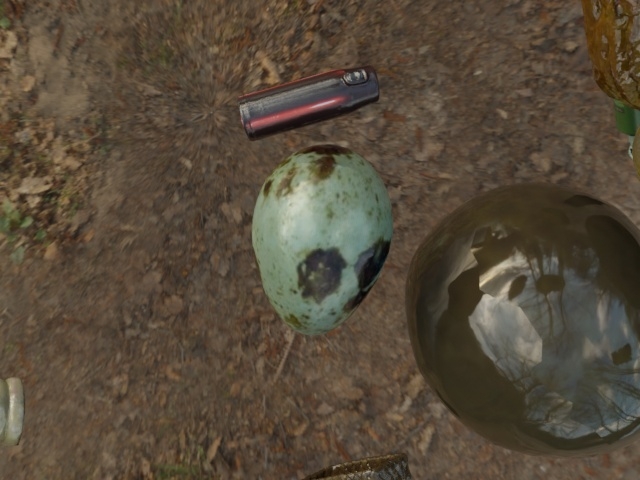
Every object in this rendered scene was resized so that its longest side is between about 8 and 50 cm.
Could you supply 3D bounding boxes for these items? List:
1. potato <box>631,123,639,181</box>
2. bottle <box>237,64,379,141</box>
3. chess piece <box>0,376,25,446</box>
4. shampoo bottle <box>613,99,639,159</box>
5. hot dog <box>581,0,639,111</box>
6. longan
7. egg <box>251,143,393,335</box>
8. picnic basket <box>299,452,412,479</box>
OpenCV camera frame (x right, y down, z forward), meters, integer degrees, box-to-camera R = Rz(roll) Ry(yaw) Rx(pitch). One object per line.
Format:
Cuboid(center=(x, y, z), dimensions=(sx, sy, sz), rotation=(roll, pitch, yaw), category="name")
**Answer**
Cuboid(center=(0.516, -0.089, 1.014), dimensions=(0.242, 0.285, 0.242), rotation=(1, 139, 0), category="potato")
Cuboid(center=(-0.012, -0.164, 0.948), dimensions=(0.164, 0.060, 0.060), rotation=(-15, 101, 5), category="bottle")
Cuboid(center=(-0.488, 0.228, 1.075), dimensions=(0.170, 0.094, 0.094), rotation=(7, 99, -35), category="chess piece")
Cuboid(center=(0.479, -0.220, 1.239), dimensions=(0.065, 0.065, 0.204), rotation=(-24, 125, -3), category="shampoo bottle")
Cuboid(center=(0.296, -0.213, 0.641), dimensions=(0.196, 0.122, 0.272), rotation=(-16, 126, 6), category="hot dog")
Cuboid(center=(0.305, 0.100, 1.129), dimensions=(0.404, 0.404, 0.336), rotation=(11, 134, -9), category="longan")
Cuboid(center=(0.000, 0.000, 0.969), dimensions=(0.169, 0.169, 0.231), rotation=(8, 98, -9), category="egg")
Cuboid(center=(0.058, 0.403, 1.353), dimensions=(0.110, 0.193, 0.055), rotation=(-10, 81, -46), category="picnic basket")
